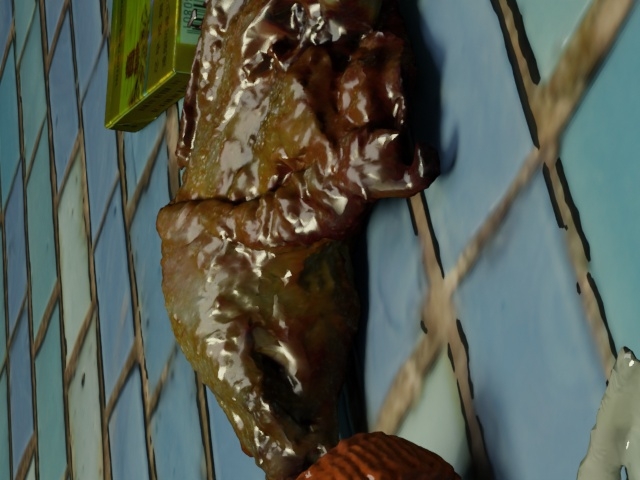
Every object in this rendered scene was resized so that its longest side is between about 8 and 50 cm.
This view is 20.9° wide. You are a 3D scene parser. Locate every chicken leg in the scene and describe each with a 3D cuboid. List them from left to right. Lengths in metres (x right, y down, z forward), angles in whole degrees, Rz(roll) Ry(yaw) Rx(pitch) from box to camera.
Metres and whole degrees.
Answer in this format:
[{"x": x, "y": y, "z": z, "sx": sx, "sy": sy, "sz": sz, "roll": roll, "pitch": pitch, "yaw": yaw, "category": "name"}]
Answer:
[{"x": -0.007, "y": 0.000, "z": 0.831, "sx": 0.177, "sy": 0.083, "sz": 0.323, "roll": 23, "pitch": 104, "yaw": 54, "category": "chicken leg"}]

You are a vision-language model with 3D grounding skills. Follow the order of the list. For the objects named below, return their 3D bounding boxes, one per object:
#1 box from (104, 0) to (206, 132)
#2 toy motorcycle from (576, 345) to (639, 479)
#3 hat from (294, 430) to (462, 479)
[{"x": -0.115, "y": -0.154, "z": 1.237, "sx": 0.193, "sy": 0.030, "sz": 0.121, "roll": 159, "pitch": 116, "yaw": -69, "category": "box"}, {"x": 0.121, "y": 0.035, "z": 0.386, "sx": 0.239, "sy": 0.108, "sz": 0.204, "roll": -168, "pitch": 72, "yaw": -73, "category": "toy motorcycle"}, {"x": 0.041, "y": 0.159, "z": 0.658, "sx": 0.162, "sy": 0.093, "sz": 0.112, "roll": 45, "pitch": 139, "yaw": 43, "category": "hat"}]
